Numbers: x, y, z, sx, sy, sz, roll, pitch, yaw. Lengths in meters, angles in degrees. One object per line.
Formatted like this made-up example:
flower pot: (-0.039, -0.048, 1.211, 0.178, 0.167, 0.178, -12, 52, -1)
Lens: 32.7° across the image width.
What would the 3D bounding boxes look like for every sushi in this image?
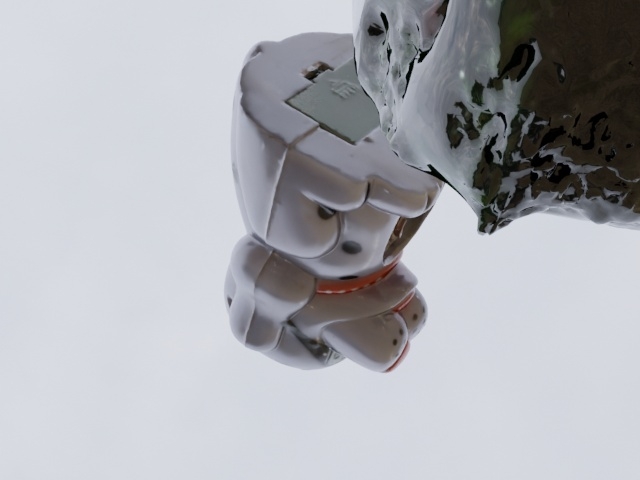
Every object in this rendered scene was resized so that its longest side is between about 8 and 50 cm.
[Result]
sushi: (0.079, -0.089, 0.413, 0.127, 0.225, 0.124, 4, -58, -11)

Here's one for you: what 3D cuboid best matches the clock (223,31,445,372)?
clock: (0.003, -0.001, 0.800, 0.189, 0.189, 0.254, -4, -50, -25)
